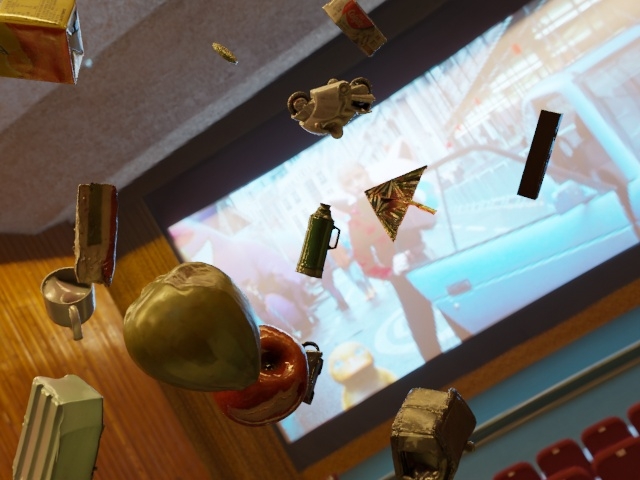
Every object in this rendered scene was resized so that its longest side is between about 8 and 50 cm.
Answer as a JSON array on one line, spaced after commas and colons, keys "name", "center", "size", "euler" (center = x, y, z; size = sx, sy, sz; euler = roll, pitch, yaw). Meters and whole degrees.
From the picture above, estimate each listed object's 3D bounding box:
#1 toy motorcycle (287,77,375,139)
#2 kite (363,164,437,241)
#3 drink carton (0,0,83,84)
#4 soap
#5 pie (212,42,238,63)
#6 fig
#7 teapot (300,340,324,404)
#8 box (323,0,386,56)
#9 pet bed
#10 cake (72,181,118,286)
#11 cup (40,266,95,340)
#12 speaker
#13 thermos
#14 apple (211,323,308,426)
[{"name": "toy motorcycle", "center": [0.037, -0.382, 1.957], "size": [0.260, 0.171, 0.110], "euler": [-16, 23, -11]}, {"name": "kite", "center": [0.157, -0.080, 1.308], "size": [0.190, 0.159, 0.010], "euler": [-65, -24, -22]}, {"name": "drink carton", "center": [-0.690, -0.430, 1.379], "size": [0.351, 0.111, 0.155], "euler": [4, -38, -8]}, {"name": "soap", "center": [-0.457, 0.370, 1.152], "size": [0.091, 0.145, 0.231], "euler": [8, -80, -47]}, {"name": "pie", "center": [-0.250, -0.495, 1.751], "size": [0.017, 0.085, 0.085], "euler": [-46, -11, 14]}, {"name": "fig", "center": [-0.223, 0.176, 1.227], "size": [0.239, 0.271, 0.239], "euler": [-44, 5, 5]}, {"name": "teapot", "center": [-0.054, 0.334, 1.661], "size": [0.087, 0.096, 0.177], "euler": [84, -158, -60]}, {"name": "box", "center": [0.071, -0.414, 1.275], "size": [0.055, 0.040, 0.218], "euler": [-40, -14, 14]}, {"name": "pet bed", "center": [0.269, 0.462, 1.524], "size": [0.159, 0.183, 0.211], "euler": [0, 18, 24]}, {"name": "cake", "center": [-0.479, 0.000, 1.416], "size": [0.086, 0.117, 0.221], "euler": [2, -63, -30]}, {"name": "cup", "center": [-0.673, 0.180, 1.816], "size": [0.134, 0.173, 0.142], "euler": [-41, -27, -41]}, {"name": "speaker", "center": [0.473, -0.186, 1.431], "size": [0.040, 0.046, 0.191], "euler": [-25, -50, -60]}, {"name": "thermos", "center": [-0.004, -0.001, 1.671], "size": [0.083, 0.188, 0.073], "euler": [13, 0, 24]}, {"name": "apple", "center": [-0.133, 0.299, 1.459], "size": [0.218, 0.218, 0.201], "euler": [-27, -15, -31]}]
